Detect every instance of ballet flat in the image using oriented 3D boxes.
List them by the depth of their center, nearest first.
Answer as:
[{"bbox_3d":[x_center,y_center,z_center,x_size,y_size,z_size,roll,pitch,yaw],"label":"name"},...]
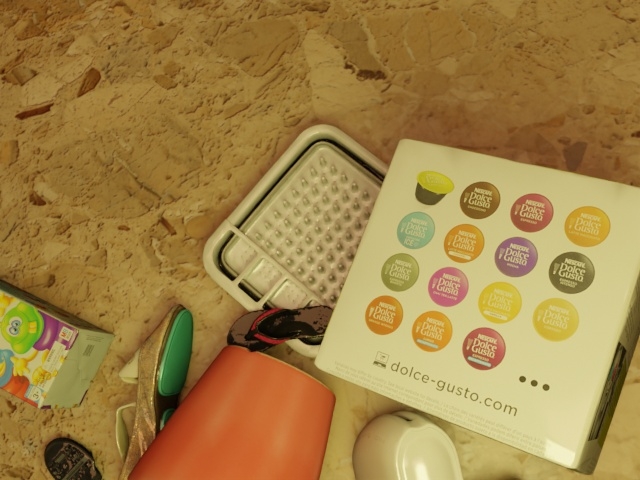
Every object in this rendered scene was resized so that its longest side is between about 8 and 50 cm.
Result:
[{"bbox_3d":[-0.284,0.259,1.254,0.106,0.107,0.315,2,77,16],"label":"ballet flat"}]

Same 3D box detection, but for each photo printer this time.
[{"bbox_3d":[0.133,0.401,1.087,0.107,0.256,0.307,-8,77,-14],"label":"photo printer"}]

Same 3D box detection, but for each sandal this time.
[{"bbox_3d":[-0.065,0.135,1.202,0.179,0.040,0.067,-12,76,5],"label":"sandal"}]

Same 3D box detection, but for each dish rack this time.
[{"bbox_3d":[0.000,0.000,1.280,0.286,0.072,0.332,39,86,14],"label":"dish rack"}]

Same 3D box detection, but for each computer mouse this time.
[{"bbox_3d":[-0.369,0.423,1.268,0.071,0.041,0.242,-44,82,-4],"label":"computer mouse"}]

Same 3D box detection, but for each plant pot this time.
[{"bbox_3d":[-0.111,0.307,1.144,0.275,0.275,0.243,21,70,12],"label":"plant pot"}]

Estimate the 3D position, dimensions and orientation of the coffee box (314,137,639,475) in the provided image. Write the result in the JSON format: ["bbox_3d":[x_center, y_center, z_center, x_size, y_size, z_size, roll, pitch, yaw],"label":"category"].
[{"bbox_3d":[0.251,0.099,1.048,0.338,0.338,0.334,17,80,28],"label":"coffee box"}]

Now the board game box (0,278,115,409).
[{"bbox_3d":[-0.521,0.162,1.285,0.275,0.144,0.142,24,83,13],"label":"board game box"}]
